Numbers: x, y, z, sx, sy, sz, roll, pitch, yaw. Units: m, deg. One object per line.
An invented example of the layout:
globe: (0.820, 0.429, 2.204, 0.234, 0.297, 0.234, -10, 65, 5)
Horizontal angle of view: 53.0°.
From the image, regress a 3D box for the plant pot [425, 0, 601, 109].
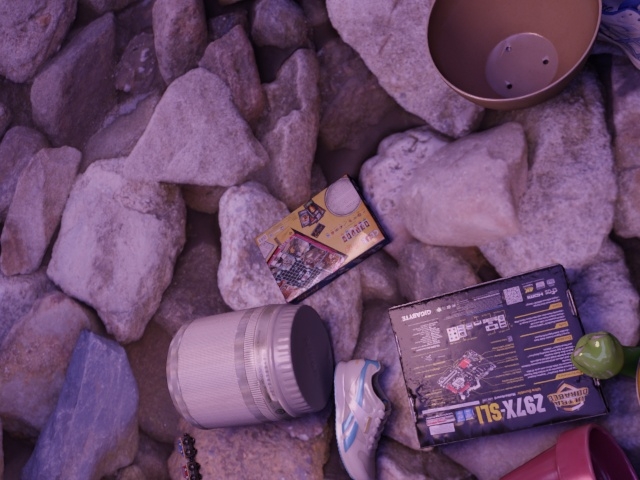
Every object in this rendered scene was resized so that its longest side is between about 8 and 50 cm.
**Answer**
plant pot: (0.351, -0.352, 1.151, 0.284, 0.191, 0.284, -4, 79, 23)

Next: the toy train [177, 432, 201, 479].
toy train: (-0.273, 0.487, 1.352, 0.036, 0.027, 0.158, -25, 71, 29)

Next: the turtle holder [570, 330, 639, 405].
turtle holder: (0.561, 0.195, 0.916, 0.320, 0.227, 0.243, 48, 110, 30)

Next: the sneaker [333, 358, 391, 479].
sneaker: (0.083, 0.336, 1.193, 0.092, 0.087, 0.228, -9, 78, 20)

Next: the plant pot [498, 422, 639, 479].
plant pot: (0.385, 0.410, 1.000, 0.180, 0.201, 0.201, -33, 68, 31)

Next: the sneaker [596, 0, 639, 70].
sneaker: (0.559, -0.370, 1.099, 0.296, 0.131, 0.112, 35, 93, 24)

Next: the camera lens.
camera lens: (-0.138, 0.241, 1.232, 0.274, 0.219, 0.219, -12, 75, 21)

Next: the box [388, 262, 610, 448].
box: (0.302, 0.205, 1.129, 0.322, 0.079, 0.257, -18, 75, 19)

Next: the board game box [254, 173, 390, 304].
board game box: (0.000, 0.000, 1.318, 0.243, 0.042, 0.165, -34, 68, 14)
